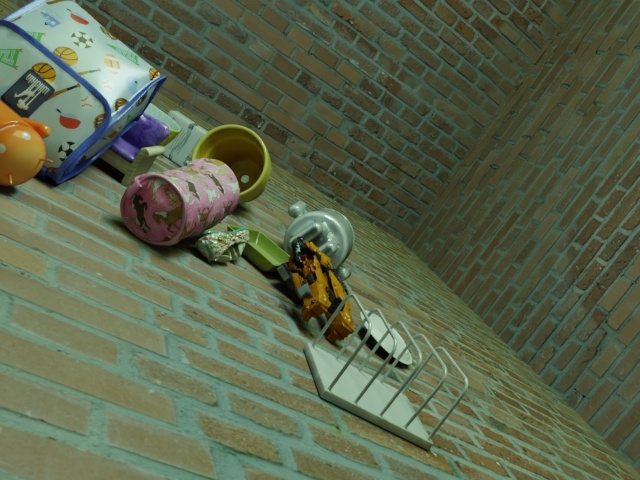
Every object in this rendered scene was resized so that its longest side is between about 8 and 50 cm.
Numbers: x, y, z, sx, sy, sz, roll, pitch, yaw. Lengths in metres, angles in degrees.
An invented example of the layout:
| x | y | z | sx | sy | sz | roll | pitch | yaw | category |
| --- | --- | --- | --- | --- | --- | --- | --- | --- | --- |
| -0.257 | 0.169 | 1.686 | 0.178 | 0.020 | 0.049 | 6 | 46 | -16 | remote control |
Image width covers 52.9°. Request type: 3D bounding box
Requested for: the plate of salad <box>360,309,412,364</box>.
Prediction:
| x | y | z | sx | sy | sz | roll | pitch | yaw | category |
| --- | --- | --- | --- | --- | --- | --- | --- | --- | --- |
| 0.177 | 0.273 | 1.787 | 0.200 | 0.048 | 0.200 | 41 | 14 | -13 | plate of salad |

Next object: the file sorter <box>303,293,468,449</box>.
| x | y | z | sx | sy | sz | roll | pitch | yaw | category |
| --- | --- | --- | --- | --- | --- | --- | --- | --- | --- |
| 0.139 | 0.266 | 1.343 | 0.278 | 0.173 | 0.193 | 31 | 11 | -20 | file sorter |

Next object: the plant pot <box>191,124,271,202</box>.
| x | y | z | sx | sy | sz | roll | pitch | yaw | category |
| --- | --- | --- | --- | --- | --- | --- | --- | --- | --- |
| -0.282 | -0.236 | 2.186 | 0.254 | 0.254 | 0.239 | 37 | -4 | 11 | plant pot |

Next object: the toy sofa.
| x | y | z | sx | sy | sz | roll | pitch | yaw | category |
| --- | --- | --- | --- | --- | --- | --- | --- | --- | --- |
| -0.592 | -0.316 | 1.696 | 0.363 | 0.177 | 0.150 | 34 | 11 | -4 | toy sofa |

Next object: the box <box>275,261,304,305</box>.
| x | y | z | sx | sy | sz | roll | pitch | yaw | category |
| --- | --- | --- | --- | --- | --- | --- | --- | --- | --- |
| -0.054 | 0.107 | 1.733 | 0.116 | 0.029 | 0.162 | 57 | 16 | 5 | box |

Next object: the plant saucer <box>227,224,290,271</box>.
| x | y | z | sx | sy | sz | roll | pitch | yaw | category |
| --- | --- | --- | --- | --- | --- | --- | --- | --- | --- |
| -0.164 | 0.034 | 1.808 | 0.188 | 0.045 | 0.188 | 39 | 10 | 21 | plant saucer |

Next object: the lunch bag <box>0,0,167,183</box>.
| x | y | z | sx | sy | sz | roll | pitch | yaw | category |
| --- | --- | --- | --- | --- | --- | --- | --- | --- | --- |
| -0.591 | -0.337 | 1.436 | 0.328 | 0.239 | 0.385 | 40 | 45 | -10 | lunch bag |

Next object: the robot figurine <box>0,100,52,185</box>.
| x | y | z | sx | sy | sz | roll | pitch | yaw | category |
| --- | --- | --- | --- | --- | --- | --- | --- | --- | --- |
| -0.601 | -0.187 | 1.194 | 0.219 | 0.128 | 0.158 | 38 | 10 | 18 | robot figurine |

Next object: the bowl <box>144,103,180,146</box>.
| x | y | z | sx | sy | sz | roll | pitch | yaw | category |
| --- | --- | --- | --- | --- | --- | --- | --- | --- | --- |
| -0.580 | -0.344 | 1.914 | 0.290 | 0.156 | 0.289 | 33 | 11 | -7 | bowl |

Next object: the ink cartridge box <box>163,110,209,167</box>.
| x | y | z | sx | sy | sz | roll | pitch | yaw | category |
| --- | --- | --- | --- | --- | --- | --- | --- | --- | --- |
| -0.469 | -0.340 | 2.267 | 0.208 | 0.153 | 0.087 | 35 | 9 | -4 | ink cartridge box |

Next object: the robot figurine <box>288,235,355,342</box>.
| x | y | z | sx | sy | sz | roll | pitch | yaw | category |
| --- | --- | --- | --- | --- | --- | --- | --- | --- | --- |
| -0.007 | 0.113 | 1.631 | 0.211 | 0.085 | 0.291 | 44 | 15 | -33 | robot figurine |

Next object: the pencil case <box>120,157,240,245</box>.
| x | y | z | sx | sy | sz | roll | pitch | yaw | category |
| --- | --- | --- | --- | --- | --- | --- | --- | --- | --- |
| -0.320 | -0.100 | 1.529 | 0.167 | 0.159 | 0.386 | 14 | 15 | 7 | pencil case |

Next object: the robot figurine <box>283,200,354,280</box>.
| x | y | z | sx | sy | sz | roll | pitch | yaw | category |
| --- | --- | --- | --- | --- | --- | --- | --- | --- | --- |
| 0.000 | 0.000 | 2.049 | 0.299 | 0.200 | 0.353 | 58 | 11 | 1 | robot figurine |

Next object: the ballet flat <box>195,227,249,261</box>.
| x | y | z | sx | sy | sz | roll | pitch | yaw | category |
| --- | --- | --- | --- | --- | --- | --- | --- | --- | --- |
| -0.239 | 0.016 | 1.613 | 0.077 | 0.091 | 0.241 | 66 | 19 | 4 | ballet flat |
